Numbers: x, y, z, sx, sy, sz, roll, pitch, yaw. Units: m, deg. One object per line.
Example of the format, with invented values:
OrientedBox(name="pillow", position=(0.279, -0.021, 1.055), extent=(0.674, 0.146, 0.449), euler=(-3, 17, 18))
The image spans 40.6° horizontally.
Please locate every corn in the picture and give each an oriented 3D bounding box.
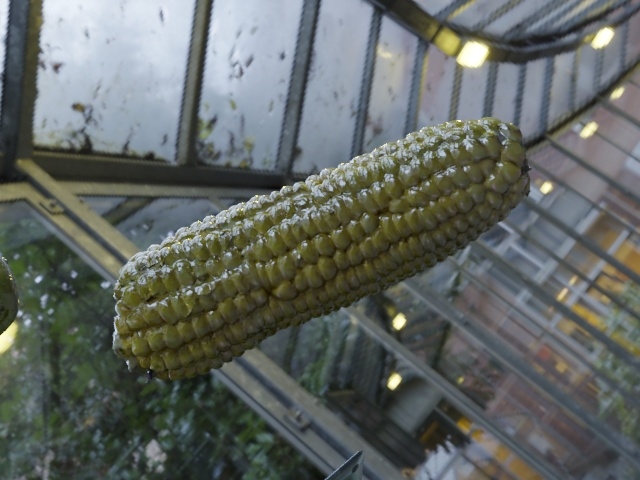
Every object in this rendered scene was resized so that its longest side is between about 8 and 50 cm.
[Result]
OrientedBox(name="corn", position=(0.000, 0.000, 0.562), extent=(0.291, 0.101, 0.101), euler=(-26, -17, 4))

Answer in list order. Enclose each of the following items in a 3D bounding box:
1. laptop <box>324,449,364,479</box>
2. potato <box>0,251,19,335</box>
OrientedBox(name="laptop", position=(-0.042, 0.391, 1.102), extent=(0.269, 0.015, 0.188), euler=(-34, -34, -29))
OrientedBox(name="potato", position=(-0.478, 0.045, 1.123), extent=(0.143, 0.248, 0.169), euler=(-38, -44, -25))
